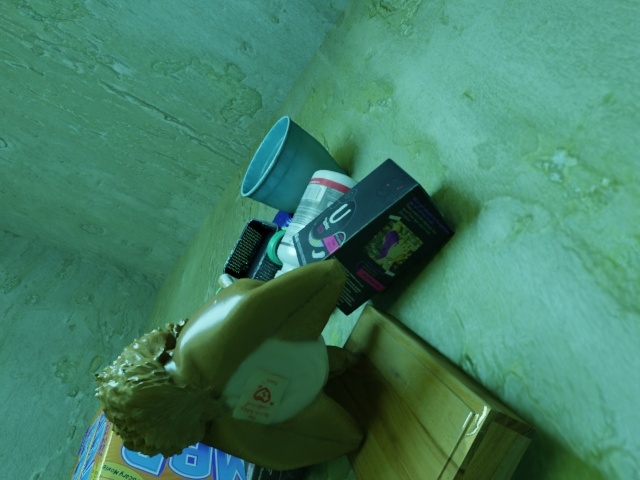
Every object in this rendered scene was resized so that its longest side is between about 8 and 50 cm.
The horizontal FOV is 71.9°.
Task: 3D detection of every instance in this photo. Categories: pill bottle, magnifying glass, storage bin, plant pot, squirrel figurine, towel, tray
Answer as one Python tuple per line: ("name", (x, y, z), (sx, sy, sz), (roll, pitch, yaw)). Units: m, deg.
("pill bottle", (0.000, 0.000, 1.110), (0.318, 0.176, 0.176), (-65, 23, -8))
("magnifying glass", (-0.047, -0.002, 1.204), (0.026, 0.231, 0.092), (15, 120, 44))
("storage bin", (-0.168, 0.042, 1.207), (0.122, 0.084, 0.180), (16, 76, 38))
("plant pot", (-0.067, -0.197, 1.365), (0.271, 0.255, 0.271), (-45, 28, 33))
("squirrel figurine", (-0.156, 0.175, 0.731), (0.370, 0.397, 0.281), (-149, 44, -71))
("towel", (-0.161, 0.005, 1.581), (0.308, 0.076, 0.227), (-53, 18, 21))
("tray", (0.112, 0.249, 0.664), (0.202, 0.076, 0.411), (-61, 14, 0))

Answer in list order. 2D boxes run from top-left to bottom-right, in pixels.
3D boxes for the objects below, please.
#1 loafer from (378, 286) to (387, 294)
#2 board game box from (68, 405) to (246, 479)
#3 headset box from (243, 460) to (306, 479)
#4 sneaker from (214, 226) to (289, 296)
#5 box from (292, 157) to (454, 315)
("loafer", (0.107, 0.063, 0.979), (0.056, 0.050, 0.148), (-56, 24, 12))
("board game box", (-0.361, 0.546, 1.022), (0.356, 0.356, 0.356), (-53, 25, 22))
("headset box", (-0.096, 0.355, 0.927), (0.293, 0.110, 0.218), (-123, 44, -64))
("sneaker", (-0.199, 0.176, 1.321), (0.482, 0.185, 0.202), (-56, 20, 16))
("box", (0.095, -0.010, 0.884), (0.270, 0.143, 0.165), (-39, 28, 8))
